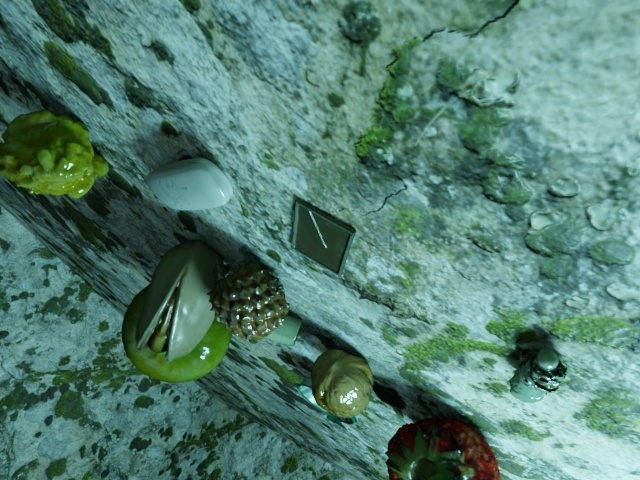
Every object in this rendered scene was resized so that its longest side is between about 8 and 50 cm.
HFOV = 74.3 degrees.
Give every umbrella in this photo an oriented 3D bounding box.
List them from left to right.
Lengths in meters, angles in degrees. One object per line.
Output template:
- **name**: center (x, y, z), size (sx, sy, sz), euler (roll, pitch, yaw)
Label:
- **umbrella**: center (0.327, 0.203, 0.639), size (0.067, 0.062, 0.143), euler (53, 165, 38)

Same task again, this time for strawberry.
- **strawberry**: center (0.299, 0.546, 0.976), size (0.239, 0.249, 0.289), euler (-11, 152, 44)

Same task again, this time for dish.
- **dish**: center (0.036, 0.474, 1.280), size (0.224, 0.078, 0.246), euler (14, 142, 33)

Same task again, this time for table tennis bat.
- **table tennis bat**: center (0.192, 0.437, 1.138), size (0.087, 0.013, 0.156), euler (5, 137, 41)

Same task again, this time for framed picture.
- **framed picture**: center (0.000, 0.000, 0.725), size (0.109, 0.011, 0.149), euler (29, 149, 10)

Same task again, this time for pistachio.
- **pistachio**: center (-0.321, 0.137, 0.988), size (0.166, 0.287, 0.197), euler (18, 168, -8)

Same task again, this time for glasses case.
- **glasses case**: center (-0.248, -0.101, 0.784), size (0.234, 0.059, 0.092), euler (4, 138, 44)

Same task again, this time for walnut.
- **walnut**: center (0.050, 0.339, 1.018), size (0.156, 0.155, 0.184), euler (17, 150, 30)

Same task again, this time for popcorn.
- **popcorn**: center (-0.566, -0.176, 0.891), size (0.198, 0.197, 0.155), euler (32, 152, 8)

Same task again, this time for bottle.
- **bottle**: center (-0.151, 0.199, 1.052), size (0.202, 0.072, 0.072), euler (18, 148, 3)

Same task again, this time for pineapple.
- **pineapple**: center (-0.162, 0.119, 0.917), size (0.193, 0.166, 0.166), euler (48, 148, -22)

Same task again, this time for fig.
- **fig**: center (-0.402, 0.237, 1.208), size (0.316, 0.316, 0.316), euler (26, 148, 17)

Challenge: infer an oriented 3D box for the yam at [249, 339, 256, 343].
- **yam**: center (-0.214, 0.224, 1.220), size (0.045, 0.045, 0.326), euler (47, 157, 28)
